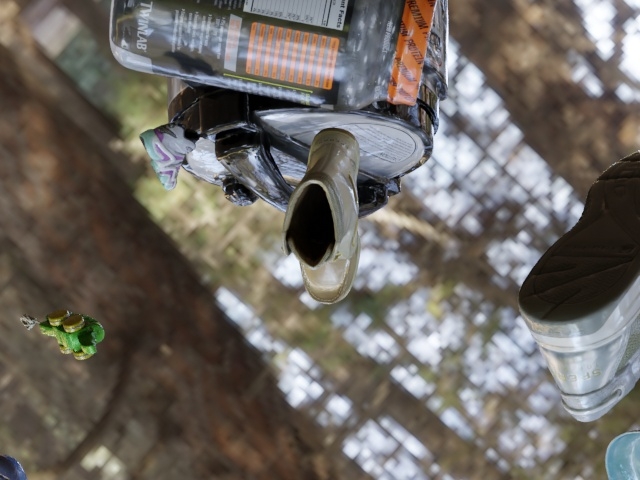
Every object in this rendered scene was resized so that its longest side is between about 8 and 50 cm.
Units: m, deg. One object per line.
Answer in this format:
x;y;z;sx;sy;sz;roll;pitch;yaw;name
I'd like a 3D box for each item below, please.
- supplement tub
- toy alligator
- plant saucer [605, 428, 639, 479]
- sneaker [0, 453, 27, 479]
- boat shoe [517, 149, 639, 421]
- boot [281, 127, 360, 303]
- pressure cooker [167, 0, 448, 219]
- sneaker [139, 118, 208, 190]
-0.045;-0.258;1.809;0.207;0.338;0.207;12;90;-88;supplement tub
-0.347;0.118;2.282;0.051;0.056;0.189;-31;-152;-30;toy alligator
0.554;0.385;2.403;0.044;0.317;0.317;-42;-173;-25;plant saucer
-0.241;0.221;1.349;0.059;0.053;0.144;-36;140;-34;sneaker
0.262;0.012;1.293;0.118;0.103;0.320;2;-148;37;boat shoe
0.000;0.000;1.842;0.165;0.077;0.213;-70;165;-64;boot
-0.022;-0.229;2.201;0.375;0.370;0.420;128;-37;-68;pressure cooker
-0.153;-0.097;1.816;0.069;0.038;0.098;-27;150;-6;sneaker
